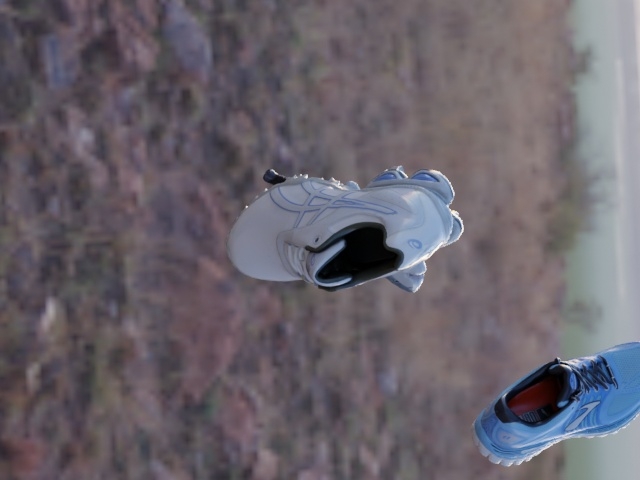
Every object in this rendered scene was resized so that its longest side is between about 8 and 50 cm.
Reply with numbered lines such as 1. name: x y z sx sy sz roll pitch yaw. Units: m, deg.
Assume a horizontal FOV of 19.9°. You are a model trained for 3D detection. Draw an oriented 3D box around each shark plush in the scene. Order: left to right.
1. shark plush: 0.018 -0.010 1.565 0.067 0.161 0.073 102 11 -56

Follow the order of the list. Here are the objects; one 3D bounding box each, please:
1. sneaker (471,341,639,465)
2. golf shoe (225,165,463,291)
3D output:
1. sneaker: 0.196 0.119 1.401 0.063 0.162 0.073 57 -21 23
2. golf shoe: 0.000 0.000 1.157 0.086 0.176 0.069 -47 116 -49
